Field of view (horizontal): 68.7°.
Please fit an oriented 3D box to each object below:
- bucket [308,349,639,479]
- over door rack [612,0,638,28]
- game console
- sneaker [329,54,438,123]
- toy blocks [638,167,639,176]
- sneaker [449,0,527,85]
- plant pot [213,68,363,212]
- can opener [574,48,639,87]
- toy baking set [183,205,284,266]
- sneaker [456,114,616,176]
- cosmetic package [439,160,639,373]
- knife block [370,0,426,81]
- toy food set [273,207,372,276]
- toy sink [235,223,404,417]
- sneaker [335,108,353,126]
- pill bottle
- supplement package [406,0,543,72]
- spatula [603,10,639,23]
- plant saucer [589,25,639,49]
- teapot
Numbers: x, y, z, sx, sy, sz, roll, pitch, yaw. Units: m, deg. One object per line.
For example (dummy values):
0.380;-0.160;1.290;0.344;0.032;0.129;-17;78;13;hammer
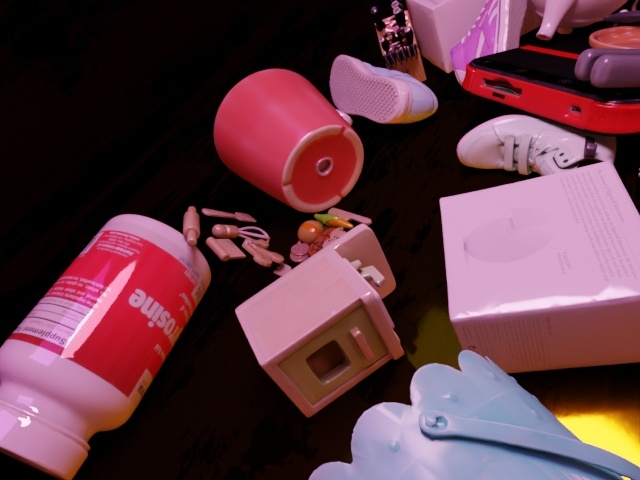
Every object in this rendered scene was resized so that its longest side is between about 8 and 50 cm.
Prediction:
0.128;0.249;0.382;0.281;0.281;0.183;-40;49;-13;bucket
0.771;-0.472;0.876;0.324;0.108;0.239;19;53;43;over door rack
0.501;-0.302;0.867;0.342;0.060;0.386;-19;36;-19;game console
0.147;-0.363;1.160;0.150;0.135;0.366;-2;33;-28;sneaker
0.540;-0.130;0.676;0.148;0.123;0.054;-52;3;0;toy blocks
0.378;-0.499;1.088;0.161;0.102;0.281;9;87;45;sneaker
-0.054;-0.201;1.004;0.275;0.275;0.243;-37;48;-9;plant pot
0.526;-0.278;0.687;0.284;0.095;0.076;-3;34;-9;can opener
-0.176;-0.009;0.916;0.030;0.197;0.256;-61;28;15;toy baking set
0.355;-0.142;0.793;0.256;0.094;0.151;-2;39;27;sneaker
0.288;0.037;0.611;0.225;0.138;0.224;-12;42;22;cosmetic package
0.195;-0.530;1.204;0.088;0.242;0.275;-15;41;17;knife block
0.000;0.000;0.907;0.132;0.038;0.192;18;58;43;toy food set
0.026;0.115;0.677;0.234;0.152;0.131;-33;39;-7;toy sink
-0.028;-0.286;1.222;0.217;0.079;0.121;19;81;29;sneaker
-0.379;0.169;0.805;0.229;0.229;0.407;-1;47;31;pill bottle
0.401;-0.596;1.202;0.293;0.175;0.177;-27;39;3;supplement package
0.656;-0.389;0.826;0.084;0.030;0.296;-25;38;-31;spatula
0.586;-0.343;0.829;0.200;0.037;0.200;-4;34;3;plant saucer
0.563;-0.551;1.019;0.256;0.187;0.252;-5;41;-3;teapot
